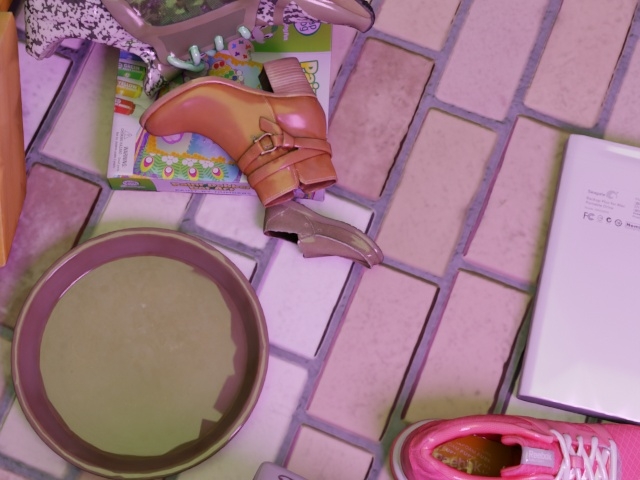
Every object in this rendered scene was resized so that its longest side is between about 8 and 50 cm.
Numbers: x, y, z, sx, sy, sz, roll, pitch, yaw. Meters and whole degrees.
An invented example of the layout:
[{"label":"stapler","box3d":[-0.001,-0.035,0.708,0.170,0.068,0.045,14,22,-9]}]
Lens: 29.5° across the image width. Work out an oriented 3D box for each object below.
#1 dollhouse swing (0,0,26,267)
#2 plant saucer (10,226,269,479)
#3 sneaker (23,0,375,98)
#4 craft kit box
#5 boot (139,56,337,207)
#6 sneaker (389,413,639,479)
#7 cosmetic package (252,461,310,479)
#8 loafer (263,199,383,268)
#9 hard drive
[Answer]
[{"label":"dollhouse swing","box3d":[-0.505,-0.166,1.392,0.347,0.305,0.315,2,115,0]},{"label":"plant saucer","box3d":[-0.194,0.122,1.321,0.278,0.041,0.278,0,74,0]},{"label":"sneaker","box3d":[-0.147,-0.246,1.351,0.410,0.158,0.182,9,105,0]},{"label":"craft kit box","box3d":[-0.111,-0.174,1.402,0.247,0.061,0.250,3,74,-2]},{"label":"boot","box3d":[-0.086,-0.105,1.319,0.197,0.073,0.152,-18,79,-3]},{"label":"sneaker","box3d":[0.230,0.236,1.241,0.314,0.136,0.116,2,75,0]},{"label":"cosmetic package","box3d":[0.095,0.407,1.058,0.453,0.161,0.230,25,99,1]},{"label":"loafer","box3d":[0.000,0.000,1.353,0.148,0.056,0.050,25,76,17]},{"label":"hard drive","box3d":[0.346,0.048,1.347,0.203,0.040,0.307,13,74,3]}]
